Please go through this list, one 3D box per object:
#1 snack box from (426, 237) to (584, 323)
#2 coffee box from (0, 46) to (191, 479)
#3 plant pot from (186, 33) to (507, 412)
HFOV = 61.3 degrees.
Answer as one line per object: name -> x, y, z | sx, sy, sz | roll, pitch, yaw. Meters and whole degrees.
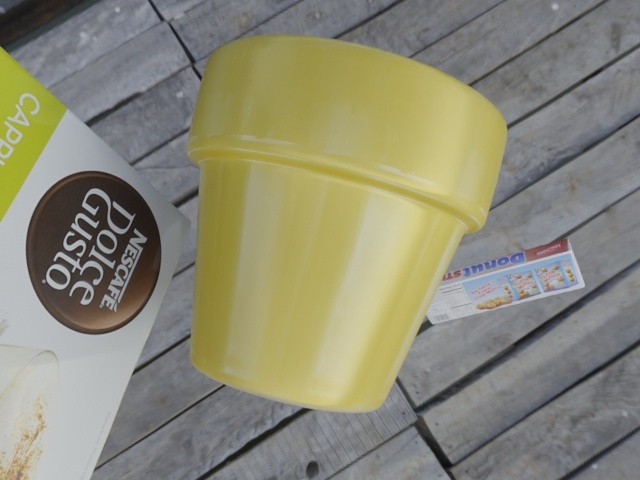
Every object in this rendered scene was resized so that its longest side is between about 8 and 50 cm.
snack box -> 0.199, 0.050, 0.615 | 0.178, 0.064, 0.022 | -19, 38, 24
coffee box -> -0.374, 0.044, 0.431 | 0.338, 0.334, 0.338 | -3, 56, 29
plant pot -> 0.000, 0.000, 0.449 | 0.253, 0.254, 0.239 | 14, 86, 3
